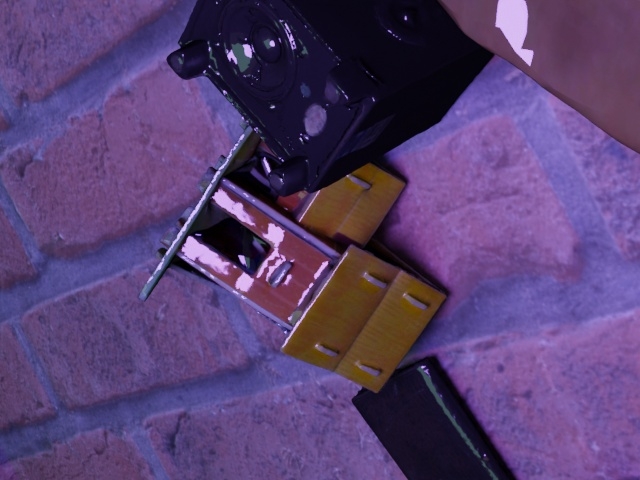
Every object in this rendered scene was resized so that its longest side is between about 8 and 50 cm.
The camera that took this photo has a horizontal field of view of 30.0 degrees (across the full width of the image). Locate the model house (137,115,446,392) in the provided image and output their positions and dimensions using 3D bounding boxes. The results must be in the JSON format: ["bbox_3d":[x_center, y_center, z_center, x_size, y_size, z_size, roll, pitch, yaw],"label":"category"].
[{"bbox_3d":[0.000,0.000,1.474,0.323,0.340,0.300,34,98,-4],"label":"model house"}]

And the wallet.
[{"bbox_3d":[0.178,0.302,1.531,0.321,0.044,0.170,55,141,1],"label":"wallet"}]

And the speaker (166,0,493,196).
[{"bbox_3d":[0.015,-0.211,1.219,0.232,0.254,0.184,50,141,12],"label":"speaker"}]

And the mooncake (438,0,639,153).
[{"bbox_3d":[0.292,-0.242,0.762,0.467,0.467,0.262,42,136,20],"label":"mooncake"}]
